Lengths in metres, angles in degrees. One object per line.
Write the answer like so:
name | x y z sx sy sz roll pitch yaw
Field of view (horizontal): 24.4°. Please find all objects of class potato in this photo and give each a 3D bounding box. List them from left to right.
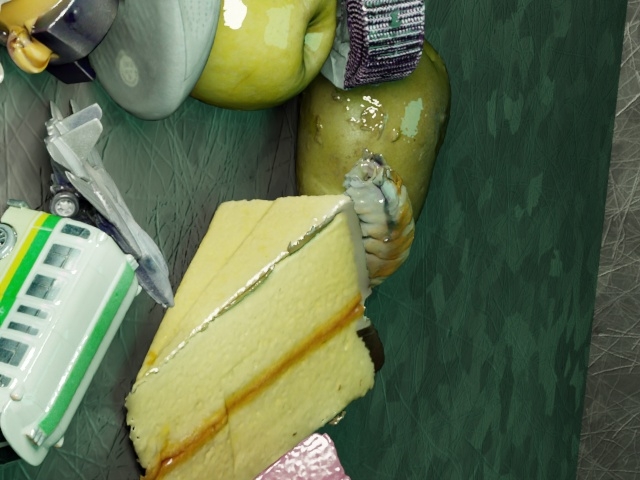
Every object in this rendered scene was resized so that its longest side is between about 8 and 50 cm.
potato | 0.073 -0.142 2.185 0.270 0.219 0.359 -9 110 -72

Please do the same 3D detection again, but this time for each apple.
apple | -0.092 -0.277 1.818 0.261 0.194 0.261 -54 155 -40

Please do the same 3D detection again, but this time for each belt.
belt | 0.035 -0.345 1.954 0.122 0.325 0.260 -13 143 -20

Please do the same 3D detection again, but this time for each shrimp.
shrimp | 0.031 0.008 2.105 0.185 0.287 0.068 38 27 -34

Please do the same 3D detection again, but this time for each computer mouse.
computer mouse | -0.189 -0.319 1.625 0.122 0.188 0.371 -28 122 -39

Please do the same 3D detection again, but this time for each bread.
bread | -0.092 0.193 1.983 0.345 0.242 0.405 70 35 -45

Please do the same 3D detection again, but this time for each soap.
soap | -0.053 0.384 1.973 0.233 0.128 0.359 -37 170 -8

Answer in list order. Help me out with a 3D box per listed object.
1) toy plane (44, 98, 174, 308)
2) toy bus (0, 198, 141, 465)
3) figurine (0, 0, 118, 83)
toy plane | -0.243 -0.022 1.667 0.212 0.088 0.267 -106 175 -61
toy bus | -0.314 0.106 1.563 0.276 0.165 0.133 -67 151 -28
figurine | -0.303 -0.273 1.478 0.308 0.143 0.308 -25 128 -37
